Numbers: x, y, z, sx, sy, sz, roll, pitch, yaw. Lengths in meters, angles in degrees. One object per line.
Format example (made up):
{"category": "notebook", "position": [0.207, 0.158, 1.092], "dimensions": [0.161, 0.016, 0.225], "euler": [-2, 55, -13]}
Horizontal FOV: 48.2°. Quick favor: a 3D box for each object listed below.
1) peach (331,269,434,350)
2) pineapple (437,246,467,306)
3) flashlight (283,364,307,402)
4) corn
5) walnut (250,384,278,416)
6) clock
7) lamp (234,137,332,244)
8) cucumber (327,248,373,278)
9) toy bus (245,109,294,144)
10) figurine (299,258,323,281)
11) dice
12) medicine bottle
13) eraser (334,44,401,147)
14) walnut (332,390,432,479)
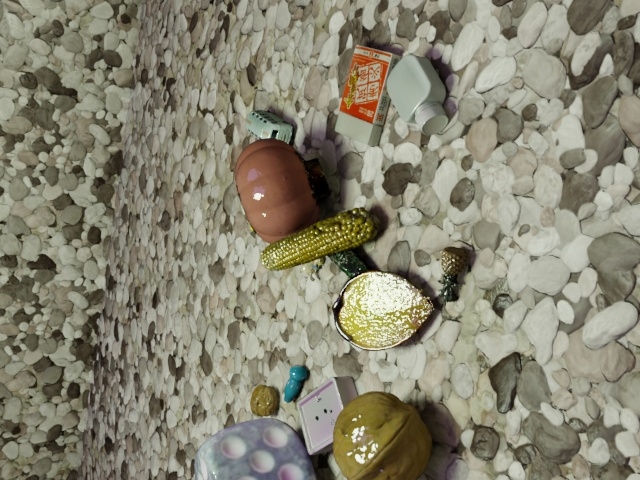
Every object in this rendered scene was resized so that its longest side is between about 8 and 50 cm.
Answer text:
{"category": "peach", "position": [0.154, 0.159, 1.673], "dimensions": [0.279, 0.068, 0.189], "euler": [-6, 91, 36]}
{"category": "pineapple", "position": [0.282, 0.077, 1.533], "dimensions": [0.058, 0.058, 0.124], "euler": [32, 127, 52]}
{"category": "flashlight", "position": [-0.075, 0.405, 2.012], "dimensions": [0.051, 0.051, 0.129], "euler": [50, 129, 45]}
{"category": "corn", "position": [0.000, 0.000, 1.789], "dimensions": [0.320, 0.097, 0.097], "euler": [-21, 66, 15]}
{"category": "walnut", "position": [-0.167, 0.475, 2.115], "dimensions": [0.079, 0.082, 0.096], "euler": [11, 95, 27]}
{"category": "clock", "position": [0.025, 0.451, 1.850], "dimensions": [0.197, 0.063, 0.150], "euler": [-46, 52, 43]}
{"category": "lamp", "position": [-0.097, -0.134, 1.918], "dimensions": [0.305, 0.239, 0.305], "euler": [-20, -90, -90]}
{"category": "cucumber", "position": [0.073, 0.053, 1.812], "dimensions": [0.293, 0.067, 0.067], "euler": [48, 125, 45]}
{"category": "toy bus", "position": [-0.158, -0.337, 2.153], "dimensions": [0.194, 0.089, 0.087], "euler": [41, 120, 50]}
{"category": "figurine", "position": [-0.017, 0.066, 1.965], "dimensions": [0.050, 0.047, 0.083], "euler": [31, 107, 36]}
{"category": "dice", "position": [-0.175, 0.658, 1.904], "dimensions": [0.270, 0.271, 0.270], "euler": [106, 147, -41]}
{"category": "medicine bottle", "position": [0.223, -0.326, 1.621], "dimensions": [0.119, 0.069, 0.183], "euler": [-51, 47, 39]}
{"category": "eraser", "position": [0.116, -0.366, 1.806], "dimensions": [0.157, 0.038, 0.230], "euler": [34, 114, 51]}
{"category": "walnut", "position": [0.137, 0.442, 1.577], "dimensions": [0.228, 0.228, 0.228], "euler": [-6, 82, 55]}
